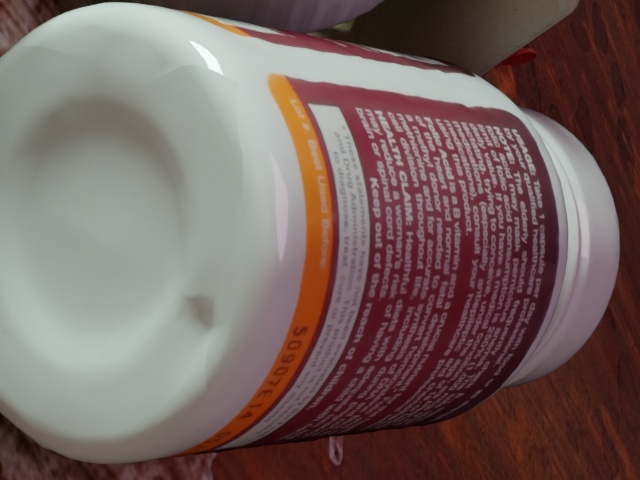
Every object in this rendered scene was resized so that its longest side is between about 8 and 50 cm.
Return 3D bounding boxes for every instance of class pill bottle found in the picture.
[{"bbox_3d":[0.000,0.000,0.977,0.392,0.224,0.224,2,78,-55],"label":"pill bottle"}]

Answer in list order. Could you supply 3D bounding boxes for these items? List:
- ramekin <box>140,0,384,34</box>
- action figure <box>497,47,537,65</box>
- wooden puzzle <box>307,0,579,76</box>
[{"bbox_3d":[-0.038,-0.243,1.045,0.127,0.273,0.273,109,-11,-55],"label":"ramekin"},{"bbox_3d":[0.243,-0.332,1.902,0.091,0.139,0.280,53,32,-50],"label":"action figure"},{"bbox_3d":[0.070,-0.266,1.194,0.080,0.322,0.348,-2,75,-27],"label":"wooden puzzle"}]
